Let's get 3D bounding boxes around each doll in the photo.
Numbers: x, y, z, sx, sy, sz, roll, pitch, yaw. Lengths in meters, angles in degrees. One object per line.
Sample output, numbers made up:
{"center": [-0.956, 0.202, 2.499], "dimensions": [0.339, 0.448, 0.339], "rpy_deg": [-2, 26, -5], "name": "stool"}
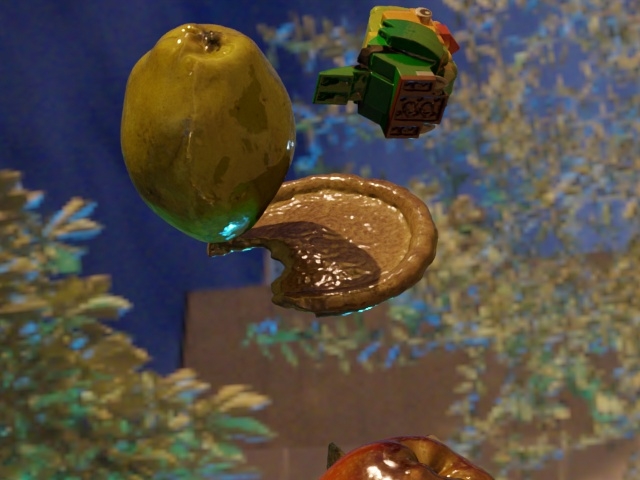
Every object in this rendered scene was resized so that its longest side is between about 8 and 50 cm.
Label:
{"center": [0.080, -0.188, 1.619], "dimensions": [0.186, 0.134, 0.106], "rpy_deg": [-67, -8, -51], "name": "doll"}

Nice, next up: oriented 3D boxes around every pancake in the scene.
{"center": [0.000, 0.000, 1.830], "dimensions": [0.288, 0.286, 0.033], "rpy_deg": [-79, -16, -55], "name": "pancake"}

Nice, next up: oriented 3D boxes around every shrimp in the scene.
{"center": [0.026, 0.311, 1.885], "dimensions": [0.190, 0.042, 0.101], "rpy_deg": [99, 156, -67], "name": "shrimp"}

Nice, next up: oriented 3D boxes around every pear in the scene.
{"center": [-0.130, -0.122, 1.763], "dimensions": [0.212, 0.212, 0.269], "rpy_deg": [-55, -29, -52], "name": "pear"}

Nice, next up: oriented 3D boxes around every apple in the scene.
{"center": [0.086, 0.294, 1.422], "dimensions": [0.230, 0.230, 0.230], "rpy_deg": [23, -116, -60], "name": "apple"}

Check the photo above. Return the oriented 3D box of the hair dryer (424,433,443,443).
{"center": [0.115, 0.409, 2.143], "dimensions": [0.279, 0.135, 0.090], "rpy_deg": [-38, -29, -24], "name": "hair dryer"}
